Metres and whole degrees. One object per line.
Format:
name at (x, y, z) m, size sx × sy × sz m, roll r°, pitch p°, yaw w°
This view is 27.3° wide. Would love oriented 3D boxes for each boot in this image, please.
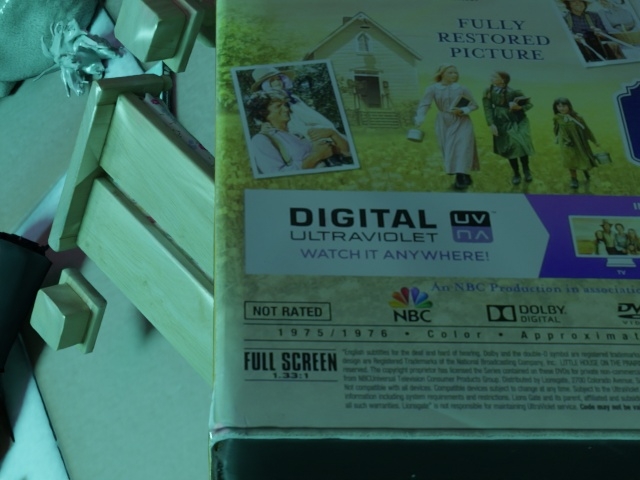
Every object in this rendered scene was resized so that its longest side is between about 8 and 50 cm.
boot at (-0.337, 0.087, 1.107) m, size 0.246 × 0.094 × 0.207 m, roll 0°, pitch 68°, yaw 40°

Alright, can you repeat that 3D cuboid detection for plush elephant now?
plush elephant at (-0.355, -0.259, 1.241) m, size 0.272 × 0.255 × 0.330 m, roll -57°, pitch 38°, yaw 0°

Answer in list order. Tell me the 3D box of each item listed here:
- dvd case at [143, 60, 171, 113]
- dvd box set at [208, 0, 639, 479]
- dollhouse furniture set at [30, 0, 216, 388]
dvd case at (-0.158, -0.086, 1.106) m, size 0.087 × 0.013 × 0.119 m, roll -31°, pitch 46°, yaw 29°
dvd box set at (0.099, -0.076, 0.627) m, size 0.062 × 0.307 × 0.421 m, roll 99°, pitch 170°, yaw -52°
dollhouse furniture set at (0.000, 0.000, 0.845) m, size 0.303 × 0.173 × 0.356 m, roll 44°, pitch 129°, yaw 27°
